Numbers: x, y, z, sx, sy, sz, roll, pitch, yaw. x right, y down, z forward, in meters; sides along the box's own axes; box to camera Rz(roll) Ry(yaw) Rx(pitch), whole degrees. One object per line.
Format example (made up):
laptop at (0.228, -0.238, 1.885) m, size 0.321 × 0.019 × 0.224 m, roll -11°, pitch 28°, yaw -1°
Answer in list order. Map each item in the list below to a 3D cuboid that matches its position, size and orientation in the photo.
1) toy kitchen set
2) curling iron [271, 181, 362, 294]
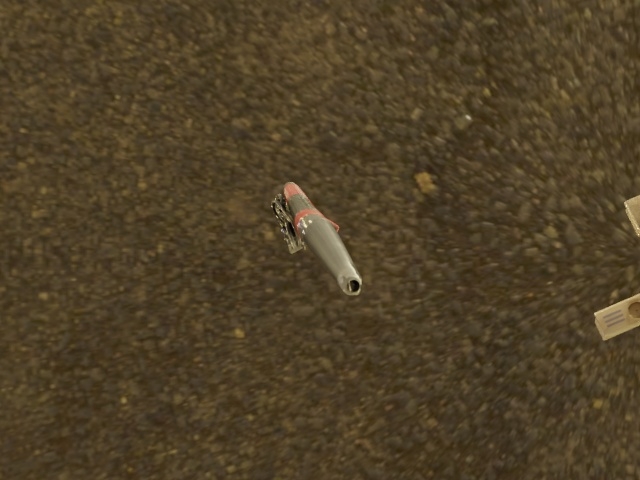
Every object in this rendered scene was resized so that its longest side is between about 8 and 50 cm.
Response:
toy kitchen set at (0.220, 0.016, 0.815) m, size 0.075 × 0.068 × 0.083 m, roll -25°, pitch 75°, yaw 7°
curling iron at (0.000, 0.000, 1.036) m, size 0.035 × 0.274 × 0.068 m, roll -21°, pitch 107°, yaw -9°
